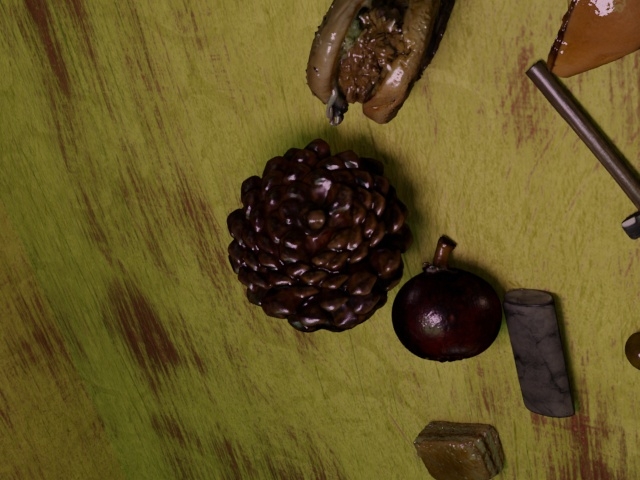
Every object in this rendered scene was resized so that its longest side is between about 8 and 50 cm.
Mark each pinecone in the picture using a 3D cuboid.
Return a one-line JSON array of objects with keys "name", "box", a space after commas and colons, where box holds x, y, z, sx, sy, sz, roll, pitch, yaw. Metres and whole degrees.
[{"name": "pinecone", "box": [0.000, 0.000, 1.836, 0.397, 0.398, 0.398, 22, 133, 25]}]

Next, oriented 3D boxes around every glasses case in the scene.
[{"name": "glasses case", "box": [0.465, 0.241, 1.860, 0.114, 0.060, 0.299, 4, 124, 38]}]

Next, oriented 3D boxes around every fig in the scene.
[{"name": "fig", "box": [0.627, 0.220, 1.705, 0.074, 0.074, 0.088, 15, 146, 30]}]

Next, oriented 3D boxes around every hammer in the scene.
[{"name": "hammer", "box": [0.486, -0.165, 1.545, 0.365, 0.043, 0.111, 50, 140, -2]}]

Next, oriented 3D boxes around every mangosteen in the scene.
[{"name": "mangosteen", "box": [0.257, 0.123, 1.846, 0.235, 0.235, 0.262, -18, 70, 46]}]

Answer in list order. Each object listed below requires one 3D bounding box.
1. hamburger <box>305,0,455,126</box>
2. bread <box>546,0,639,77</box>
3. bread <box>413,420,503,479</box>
[{"name": "hamburger", "box": [0.103, -0.351, 1.542, 0.195, 0.277, 0.318, 29, 132, 6]}, {"name": "bread", "box": [0.442, -0.359, 1.301, 0.162, 0.204, 0.262, 30, 140, 22]}, {"name": "bread", "box": [0.340, 0.517, 2.151, 0.196, 0.102, 0.138, -6, 120, 40]}]
